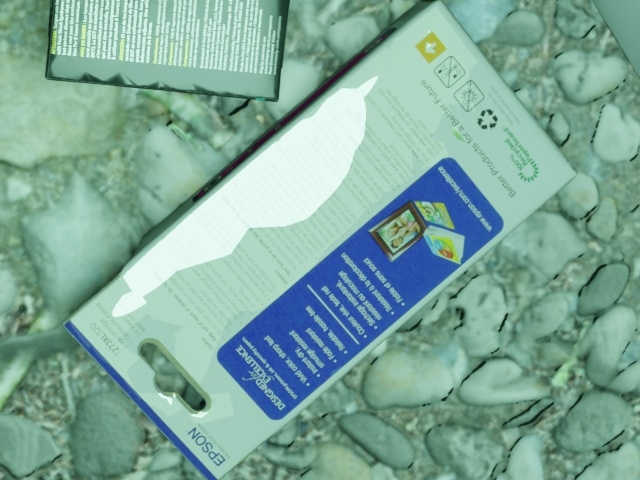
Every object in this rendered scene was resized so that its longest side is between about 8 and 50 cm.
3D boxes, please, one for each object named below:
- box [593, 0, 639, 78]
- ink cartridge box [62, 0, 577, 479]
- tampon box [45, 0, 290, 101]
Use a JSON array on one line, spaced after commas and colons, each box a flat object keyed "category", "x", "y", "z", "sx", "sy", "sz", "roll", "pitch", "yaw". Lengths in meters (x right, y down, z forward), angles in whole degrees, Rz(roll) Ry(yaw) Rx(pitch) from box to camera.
[{"category": "box", "x": 0.389, "y": -0.238, "z": 1.015, "sx": 0.345, "sy": 0.215, "sz": 0.168, "roll": -35, "pitch": 103, "yaw": -2}, {"category": "ink cartridge box", "x": 0.000, "y": 0.000, "z": 1.075, "sx": 0.371, "sy": 0.069, "sz": 0.176, "roll": -41, "pitch": 104, "yaw": -2}, {"category": "tampon box", "x": -0.109, "y": -0.160, "z": 1.001, "sx": 0.161, "sy": 0.120, "sz": 0.101, "roll": 5, "pitch": 100, "yaw": -10}]
